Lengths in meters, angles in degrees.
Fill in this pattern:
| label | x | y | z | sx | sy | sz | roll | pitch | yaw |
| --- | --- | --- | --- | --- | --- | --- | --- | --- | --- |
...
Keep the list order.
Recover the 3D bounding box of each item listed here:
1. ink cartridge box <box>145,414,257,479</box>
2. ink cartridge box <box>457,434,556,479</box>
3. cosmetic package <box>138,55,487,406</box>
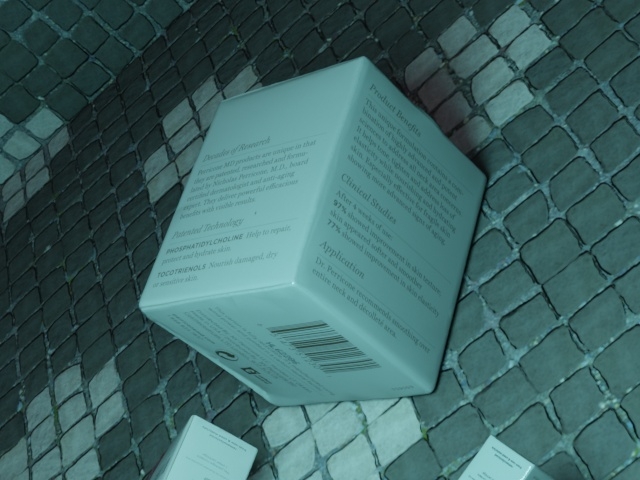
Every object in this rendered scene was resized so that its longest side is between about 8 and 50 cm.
| label | x | y | z | sx | sy | sz | roll | pitch | yaw |
| --- | --- | --- | --- | --- | --- | --- | --- | --- | --- |
| ink cartridge box | -0.219 | 0.428 | 1.843 | 0.207 | 0.117 | 0.283 | -52 | 11 | 46 |
| ink cartridge box | 0.208 | 0.362 | 1.518 | 0.208 | 0.153 | 0.087 | -54 | 36 | -3 |
| cosmetic package | 0.000 | 0.000 | 1.921 | 0.327 | 0.329 | 0.393 | -12 | 49 | 42 |
